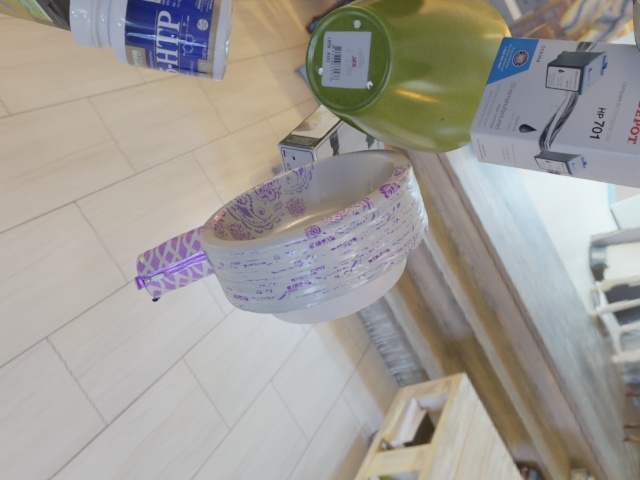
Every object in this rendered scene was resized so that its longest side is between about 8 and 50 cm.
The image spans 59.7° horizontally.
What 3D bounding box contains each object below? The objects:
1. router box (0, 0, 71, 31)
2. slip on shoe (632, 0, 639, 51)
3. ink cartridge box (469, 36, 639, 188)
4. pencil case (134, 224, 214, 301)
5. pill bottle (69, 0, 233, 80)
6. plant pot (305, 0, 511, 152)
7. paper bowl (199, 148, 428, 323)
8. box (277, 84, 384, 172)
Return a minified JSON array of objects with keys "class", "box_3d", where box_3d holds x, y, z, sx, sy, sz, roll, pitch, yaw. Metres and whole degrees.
[{"class":"router box","box_3d":[-0.518,-0.465,0.818,0.309,0.243,0.080,67,44,-65]},{"class":"slip on shoe","box_3d":[0.346,-0.259,0.576,0.052,0.041,0.135,22,66,-39]},{"class":"ink cartridge box","box_3d":[0.291,-0.152,0.649,0.082,0.191,0.139,40,68,-57]},{"class":"pencil case","box_3d":[-0.209,0.025,0.927,0.086,0.206,0.088,65,9,-2]},{"class":"pill bottle","box_3d":[-0.211,-0.276,0.715,0.187,0.112,0.111,7,56,-9]},{"class":"plant pot","box_3d":[0.115,-0.260,0.848,0.294,0.275,0.274,-19,86,-53]},{"class":"paper bowl","box_3d":[0.000,0.000,0.732,0.284,0.285,0.148,-52,126,-54]},{"class":"box","box_3d":[0.033,-0.204,1.216,0.290,0.087,0.169,-49,142,-39]}]
